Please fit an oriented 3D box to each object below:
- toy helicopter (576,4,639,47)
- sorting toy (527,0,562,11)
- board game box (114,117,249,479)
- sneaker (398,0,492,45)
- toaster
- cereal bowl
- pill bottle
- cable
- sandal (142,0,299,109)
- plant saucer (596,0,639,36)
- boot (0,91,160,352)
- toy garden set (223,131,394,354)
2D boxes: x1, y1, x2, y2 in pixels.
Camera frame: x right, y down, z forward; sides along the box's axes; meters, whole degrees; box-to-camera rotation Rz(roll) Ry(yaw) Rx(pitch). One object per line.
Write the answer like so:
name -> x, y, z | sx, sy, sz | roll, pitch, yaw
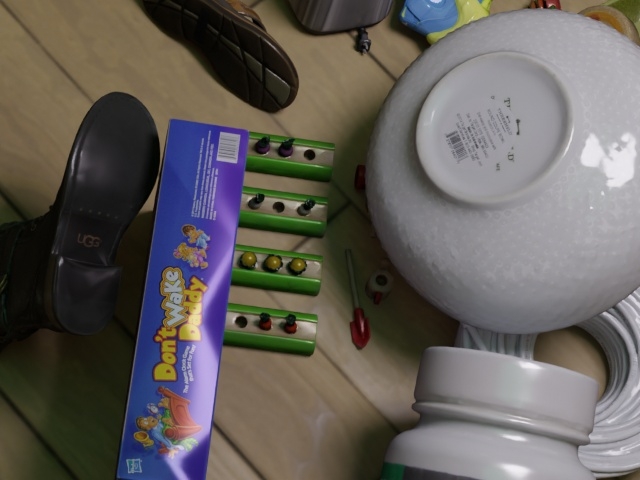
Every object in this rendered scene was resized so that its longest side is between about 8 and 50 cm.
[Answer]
toy helicopter -> 0.371, -0.105, 1.585 | 0.235, 0.140, 0.355 | -47, 63, 15
sorting toy -> 0.259, -0.250, 1.753 | 0.042, 0.061, 0.102 | -12, 30, 16
board game box -> -0.139, 0.090, 1.458 | 0.078, 0.233, 0.347 | 9, 68, -7
sneaker -> 0.164, -0.329, 1.750 | 0.126, 0.091, 0.240 | 23, 68, 1
toaster -> 0.020, -0.338, 1.699 | 0.129, 0.146, 0.227 | -11, 71, -13
cereal bowl -> 0.193, -0.086, 1.500 | 0.339, 0.141, 0.339 | -8, 68, 20
pill bottle -> 0.145, 0.293, 1.408 | 0.204, 0.204, 0.361 | 12, 80, -5
cable -> 0.266, 0.129, 1.591 | 0.257, 0.089, 0.257 | -8, 71, -13
sandal -> -0.105, -0.234, 1.684 | 0.219, 0.090, 0.060 | 37, 46, 13
plant saucer -> 0.377, -0.194, 1.729 | 0.188, 0.045, 0.188 | -28, 69, -38
boot -> -0.268, -0.012, 1.482 | 0.091, 0.229, 0.263 | 24, 73, -32
toy garden set -> 0.000, 0.000, 1.616 | 0.204, 0.049, 0.244 | 8, 68, -6
